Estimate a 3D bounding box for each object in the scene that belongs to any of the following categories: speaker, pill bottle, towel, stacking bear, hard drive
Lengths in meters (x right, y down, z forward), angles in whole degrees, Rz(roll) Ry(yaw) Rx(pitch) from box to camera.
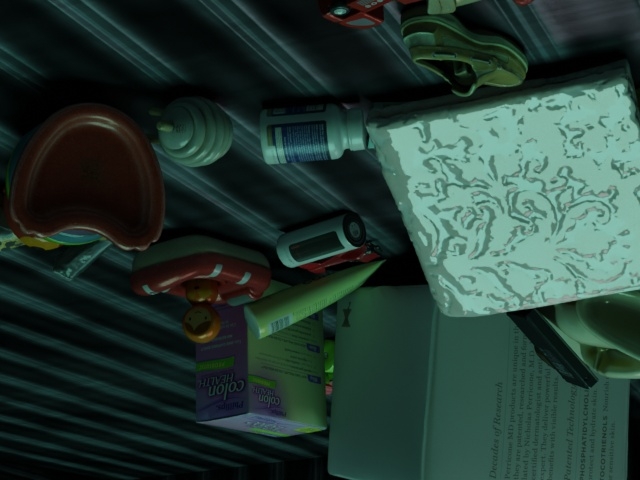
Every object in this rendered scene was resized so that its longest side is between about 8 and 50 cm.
[{"bbox_3d":[0.000,0.000,2.009,0.136,0.055,0.055,-17,157,39],"label":"speaker"},{"bbox_3d":[-0.009,-0.127,1.599,0.120,0.067,0.067,-4,162,7],"label":"pill bottle"},{"bbox_3d":[0.250,-0.053,1.631,0.317,0.053,0.332,-11,128,19],"label":"towel"},{"bbox_3d":[-0.309,-0.060,1.632,0.175,0.164,0.289,9,170,-23],"label":"stacking bear"},{"bbox_3d":[0.313,0.142,1.842,0.022,0.135,0.094,-43,-173,-6],"label":"hard drive"}]

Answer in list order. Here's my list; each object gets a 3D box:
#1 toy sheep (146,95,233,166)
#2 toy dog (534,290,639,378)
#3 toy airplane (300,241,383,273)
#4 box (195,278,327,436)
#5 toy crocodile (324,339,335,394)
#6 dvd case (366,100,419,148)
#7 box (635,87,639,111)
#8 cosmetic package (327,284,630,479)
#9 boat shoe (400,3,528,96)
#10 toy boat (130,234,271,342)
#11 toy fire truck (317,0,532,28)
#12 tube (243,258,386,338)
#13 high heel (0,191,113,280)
[{"bbox_3d":[-0.150,-0.126,1.561,0.091,0.091,0.132,-13,177,30],"label":"toy sheep"},{"bbox_3d":[0.398,0.072,1.933,0.395,0.285,0.408,7,164,13],"label":"toy dog"},{"bbox_3d":[0.027,0.026,2.130,0.151,0.028,0.151,-3,163,-1],"label":"toy airplane"},{"bbox_3d":[-0.101,0.197,2.297,0.117,0.243,0.213,-15,158,34],"label":"box"},{"bbox_3d":[0.000,0.273,2.758,0.115,0.105,0.340,15,156,-41],"label":"toy crocodile"},{"bbox_3d":[0.103,-0.141,1.656,0.087,0.013,0.119,-1,160,-3],"label":"dvd case"},{"bbox_3d":[0.373,-0.143,1.615,0.169,0.054,0.059,-15,157,35],"label":"box"},{"bbox_3d":[0.261,0.248,2.258,0.393,0.327,0.329,6,175,-26],"label":"cosmetic package"},{"bbox_3d":[0.153,-0.185,1.433,0.190,0.072,0.068,14,156,-41],"label":"boat shoe"},{"bbox_3d":[-0.185,0.083,2.083,0.151,0.151,0.231,-18,156,40],"label":"toy boat"},{"bbox_3d":[0.107,-0.245,1.288,0.192,0.047,0.135,-18,157,41],"label":"toy fire truck"},{"bbox_3d":[-0.007,0.087,2.202,0.240,0.062,0.070,-22,-151,-17],"label":"tube"},{"bbox_3d":[-0.373,-0.056,1.809,0.186,0.093,0.261,-39,132,26],"label":"high heel"}]
